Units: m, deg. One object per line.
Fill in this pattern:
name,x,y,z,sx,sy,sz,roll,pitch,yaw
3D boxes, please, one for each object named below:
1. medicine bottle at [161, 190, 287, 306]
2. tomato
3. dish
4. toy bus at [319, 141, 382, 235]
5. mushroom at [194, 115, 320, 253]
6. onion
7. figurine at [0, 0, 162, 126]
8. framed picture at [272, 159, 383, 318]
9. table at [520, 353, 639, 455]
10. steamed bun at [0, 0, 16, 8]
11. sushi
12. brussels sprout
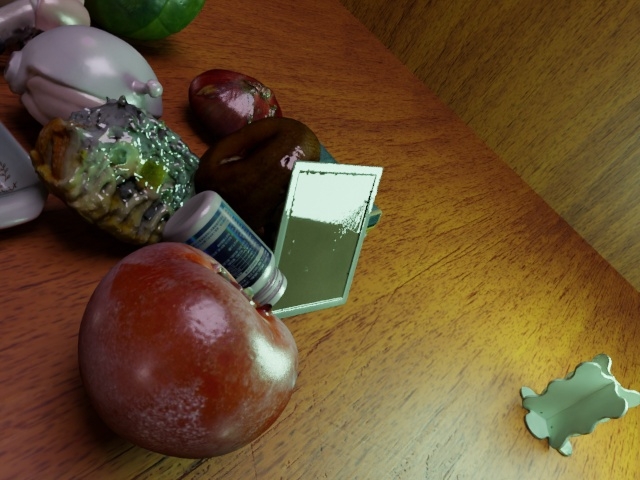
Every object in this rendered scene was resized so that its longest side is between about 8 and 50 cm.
medicine bottle,-0.141,0.024,0.759,0.191,0.107,0.107,49,29,-26
tomato,-0.162,0.141,0.607,0.270,0.227,0.270,39,-6,5
dish,-0.507,-0.098,0.715,0.234,0.064,0.154,46,35,11
toy bus,-0.016,-0.097,1.078,0.275,0.167,0.138,50,36,17
mushroom,-0.118,-0.118,0.952,0.267,0.254,0.267,-3,65,7
onion,-0.192,-0.315,1.186,0.248,0.161,0.248,33,13,-9
figurine,-0.438,-0.300,0.878,0.253,0.211,0.361,-15,60,-50
framed picture,0.000,0.000,0.903,0.232,0.296,0.019,-3,25,-45
table,0.566,0.350,1.079,0.166,0.198,0.166,25,36,-20
steamed bun,-0.666,-0.493,0.942,0.241,0.146,0.164,15,43,-28
sushi,-0.294,-0.096,0.776,0.139,0.184,0.274,27,-12,34
brussels sprout,-0.456,-0.647,1.176,0.355,0.289,0.281,48,25,-36
